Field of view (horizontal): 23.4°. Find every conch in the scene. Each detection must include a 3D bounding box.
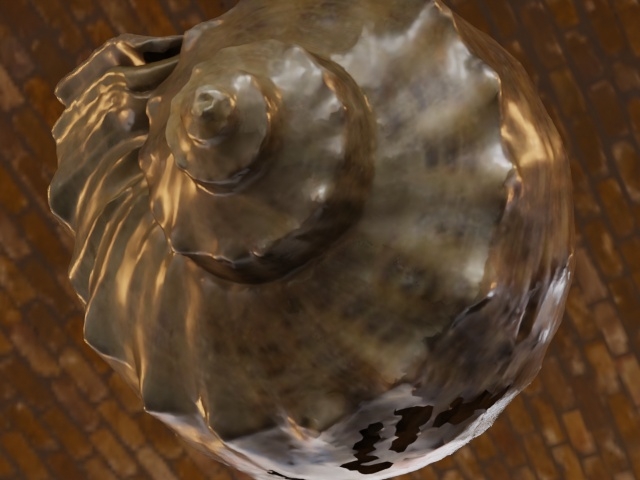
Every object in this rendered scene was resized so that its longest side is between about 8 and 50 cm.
[{"bbox_3d":[0.000,0.000,0.428,0.130,0.155,0.207,-49,-27,0],"label":"conch"}]
